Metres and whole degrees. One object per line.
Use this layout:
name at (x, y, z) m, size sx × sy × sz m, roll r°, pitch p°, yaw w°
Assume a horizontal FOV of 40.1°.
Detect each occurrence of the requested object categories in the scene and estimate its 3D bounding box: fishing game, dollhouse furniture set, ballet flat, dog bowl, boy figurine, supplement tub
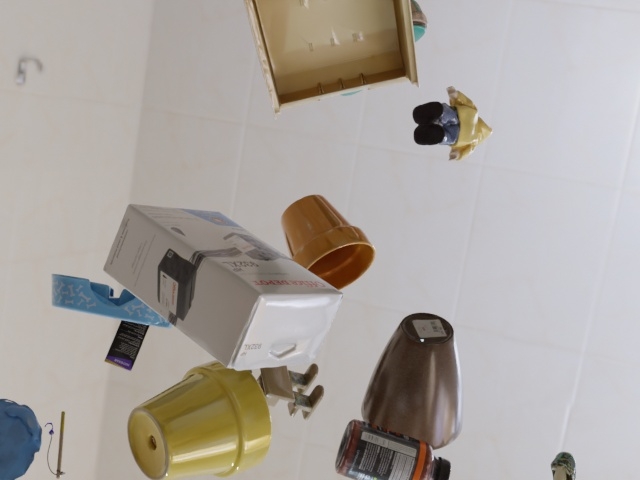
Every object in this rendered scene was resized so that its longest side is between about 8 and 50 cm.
fishing game at (-0.583, 0.359, 1.537) m, size 0.264 × 0.041 × 0.189 m, roll -3°, pitch -134°, yaw -15°
dollhouse furniture set at (-0.103, 0.273, 2.085) m, size 0.212 × 0.161 × 0.242 m, roll 19°, pitch -151°, yaw -25°
ballet flat at (0.138, -0.465, 2.097) m, size 0.108 × 0.106 × 0.316 m, roll 5°, pitch 153°, yaw -41°
dog bowl at (-0.458, 0.138, 1.956) m, size 0.297 × 0.074 × 0.166 m, roll 12°, pitch 172°, yaw -6°
ballet flat at (0.589, 0.608, 2.125) m, size 0.070 × 0.188 × 0.070 m, roll -10°, pitch -177°, yaw 1°
boy figurine at (0.326, -0.279, 2.106) m, size 0.092 × 0.177 × 0.285 m, roll -4°, pitch -178°, yaw 34°
supplement tub at (0.132, 0.401, 1.588) m, size 0.198 × 0.106 × 0.106 m, roll 19°, pitch -172°, yaw -2°

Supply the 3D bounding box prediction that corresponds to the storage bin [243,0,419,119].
storage bin at (0.020, -0.356, 1.509) m, size 0.262 × 0.260 × 0.123 m, roll -13°, pitch -139°, yaw 1°

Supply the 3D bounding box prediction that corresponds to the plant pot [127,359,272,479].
plant pot at (-0.272, 0.405, 1.894) m, size 0.239 × 0.254 × 0.254 m, roll -12°, pitch -160°, yaw -42°

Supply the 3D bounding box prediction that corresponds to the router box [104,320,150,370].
router box at (-0.529, 0.243, 2.485) m, size 0.081 × 0.243 × 0.309 m, roll 23°, pitch 169°, yaw -10°

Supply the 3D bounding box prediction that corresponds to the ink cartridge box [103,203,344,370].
ink cartridge box at (-0.153, 0.067, 1.393) m, size 0.307 × 0.129 × 0.223 m, roll 32°, pitch -165°, yaw 32°

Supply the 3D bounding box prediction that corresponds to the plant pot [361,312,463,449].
plant pot at (0.202, 0.269, 1.790) m, size 0.215 × 0.230 × 0.215 m, roll 4°, pitch -149°, yaw -3°

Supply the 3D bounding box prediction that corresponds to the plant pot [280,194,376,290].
plant pot at (0.000, 0.000, 2.101) m, size 0.205 × 0.205 × 0.188 m, roll 2°, pitch -132°, yaw -43°
